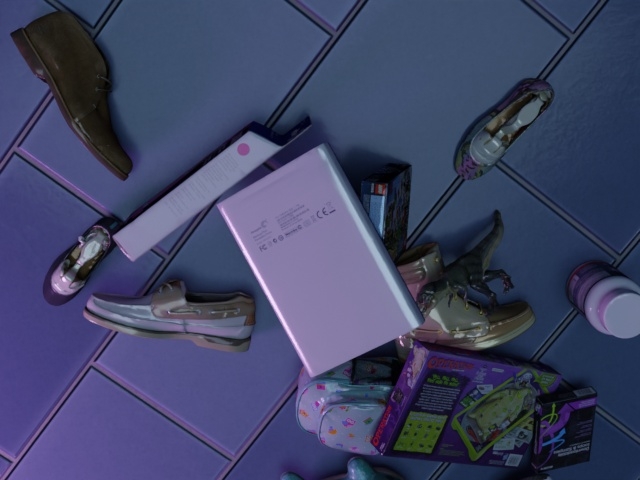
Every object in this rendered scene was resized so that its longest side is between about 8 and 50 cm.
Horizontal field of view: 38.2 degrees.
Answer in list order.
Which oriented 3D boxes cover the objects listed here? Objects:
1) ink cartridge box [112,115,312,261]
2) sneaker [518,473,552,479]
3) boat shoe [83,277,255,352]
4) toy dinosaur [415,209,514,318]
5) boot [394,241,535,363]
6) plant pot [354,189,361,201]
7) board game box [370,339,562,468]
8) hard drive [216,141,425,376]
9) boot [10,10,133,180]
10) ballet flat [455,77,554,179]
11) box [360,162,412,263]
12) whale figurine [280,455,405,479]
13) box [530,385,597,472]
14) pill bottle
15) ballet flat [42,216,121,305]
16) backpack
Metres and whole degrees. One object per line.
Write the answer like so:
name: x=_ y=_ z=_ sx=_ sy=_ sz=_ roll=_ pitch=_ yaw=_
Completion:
ink cartridge box: x=-0.178 y=-0.111 z=1.563 sx=0.371 sy=0.176 sz=0.069 roll=-35 pitch=101 yaw=6
sneaker: x=0.365 y=0.521 z=1.767 sx=0.211 sy=0.080 sz=0.081 roll=-43 pitch=59 yaw=16
boat shoe: x=-0.265 y=0.119 z=1.653 sx=0.302 sy=0.113 sz=0.103 roll=11 pitch=101 yaw=-15
toy dinosaur: x=0.276 y=0.062 z=1.609 sx=0.118 sy=0.064 sz=0.268 roll=46 pitch=62 yaw=3
boot: x=0.245 y=0.097 z=1.673 sx=0.262 sy=0.095 sz=0.203 roll=-15 pitch=101 yaw=4
plant pot: x=0.000 y=0.000 z=1.594 sx=0.201 sy=0.180 sz=0.201 roll=-1 pitch=102 yaw=-3
board game box: x=0.269 y=0.302 z=1.663 sx=0.347 sy=0.056 sz=0.208 roll=15 pitch=108 yaw=-35
hard drive: x=-0.002 y=0.034 z=1.465 sx=0.210 sy=0.040 sz=0.318 roll=-28 pitch=91 yaw=21
boot: x=-0.391 y=-0.246 z=1.566 sx=0.115 sy=0.112 sz=0.305 roll=-32 pitch=100 yaw=-6
ballet flat: x=0.321 y=-0.194 z=1.613 sx=0.077 sy=0.079 sz=0.221 roll=42 pitch=98 yaw=-11
box: x=0.110 y=-0.037 z=1.562 sx=0.044 sy=0.233 sz=0.159 roll=6 pitch=103 yaw=14
whale figurine: x=0.050 y=0.514 z=1.733 sx=0.272 sy=0.141 sz=0.216 roll=13 pitch=102 yaw=-5
box: x=0.459 y=0.358 z=1.742 sx=0.116 sy=0.029 sz=0.162 roll=-9 pitch=118 yaw=-13
pill bottle: x=0.513 y=0.107 z=1.638 sx=0.108 sy=0.180 sz=0.108 roll=-1 pitch=103 yaw=-2
ballet flat: x=-0.431 y=0.041 z=1.643 sx=0.074 sy=0.074 sz=0.203 roll=41 pitch=99 yaw=-10
backpack: x=0.046 y=0.295 z=1.677 sx=0.188 sy=0.144 sz=0.166 roll=10 pitch=128 yaw=4
